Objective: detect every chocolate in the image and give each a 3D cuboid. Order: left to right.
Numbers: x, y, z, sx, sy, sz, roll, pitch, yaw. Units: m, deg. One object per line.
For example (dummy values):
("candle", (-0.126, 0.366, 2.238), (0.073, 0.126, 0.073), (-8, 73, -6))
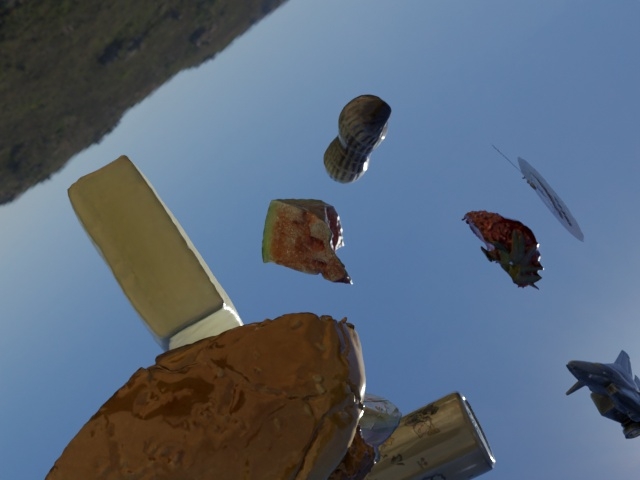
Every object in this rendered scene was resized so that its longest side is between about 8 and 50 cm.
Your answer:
("chocolate", (0.051, -0.144, 1.126), (0.072, 0.072, 0.167), (-59, 178, -37))

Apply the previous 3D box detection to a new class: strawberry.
("strawberry", (0.317, -0.014, 1.385), (0.087, 0.167, 0.208), (-40, -147, 11))

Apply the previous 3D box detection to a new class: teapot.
("teapot", (0.046, 0.203, 0.866), (0.083, 0.064, 0.064), (29, -76, 55))

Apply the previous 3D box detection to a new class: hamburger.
("hamburger", (-0.082, 0.180, 0.674), (0.245, 0.155, 0.282), (15, -124, 25))

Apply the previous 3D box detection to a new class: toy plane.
("toy plane", (0.420, 0.220, 1.123), (0.088, 0.267, 0.212), (-52, -143, 28))

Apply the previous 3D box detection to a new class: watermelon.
("watermelon", (-0.024, -0.002, 1.093), (0.121, 0.098, 0.158), (-4, -155, -2))

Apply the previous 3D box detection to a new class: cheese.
("cheese", (-0.234, 0.041, 1.151), (0.124, 0.265, 0.242), (-34, 164, -4))

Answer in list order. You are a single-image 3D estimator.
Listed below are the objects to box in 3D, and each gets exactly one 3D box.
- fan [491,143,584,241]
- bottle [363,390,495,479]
("fan", (0.385, -0.106, 1.446), (0.009, 0.191, 0.329), (-37, -143, 7))
("bottle", (0.100, 0.291, 1.021), (0.233, 0.110, 0.110), (-27, -159, 8))
